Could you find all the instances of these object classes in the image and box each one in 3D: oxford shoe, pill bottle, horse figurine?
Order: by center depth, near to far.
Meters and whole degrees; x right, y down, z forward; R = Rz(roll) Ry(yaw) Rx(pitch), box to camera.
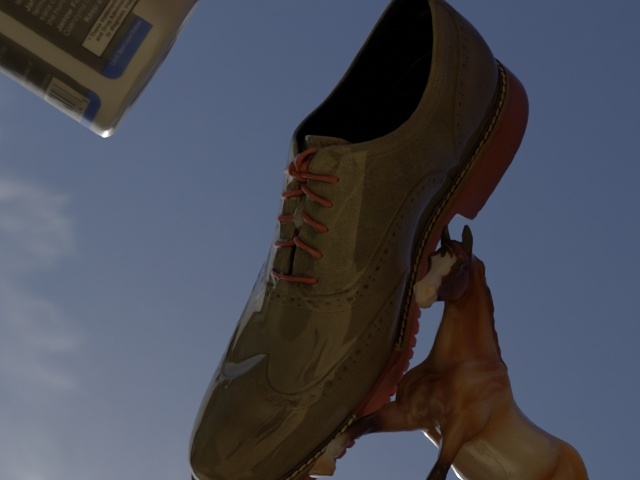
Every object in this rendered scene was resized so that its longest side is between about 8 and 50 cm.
[{"bbox_3d":[-0.126,-0.111,0.803,0.137,0.078,0.078,33,-52,-5],"label":"pill bottle"},{"bbox_3d":[0.102,0.144,1.130,0.066,0.174,0.263,-20,-65,46],"label":"horse figurine"},{"bbox_3d":[0.000,0.000,1.158,0.123,0.130,0.348,9,-117,39],"label":"oxford shoe"}]
